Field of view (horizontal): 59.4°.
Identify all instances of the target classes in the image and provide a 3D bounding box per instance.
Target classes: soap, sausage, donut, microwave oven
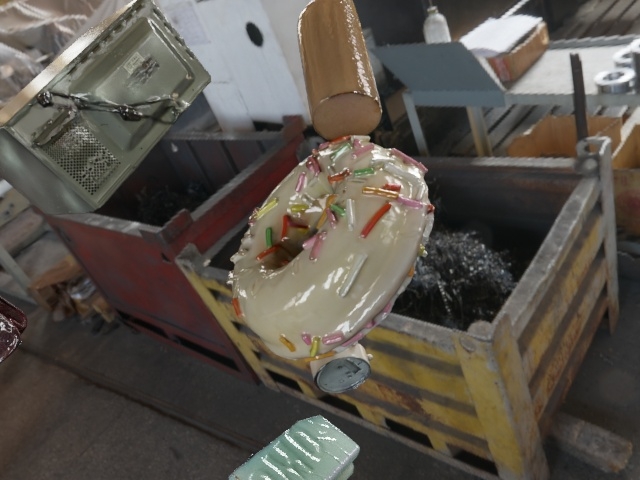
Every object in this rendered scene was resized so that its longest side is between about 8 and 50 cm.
[{"bbox_3d":[-0.052,0.430,1.029,0.145,0.091,0.230,29,36,26],"label":"soap"},{"bbox_3d":[0.027,-0.309,0.979,0.123,0.123,0.253,-16,63,14],"label":"sausage"},{"bbox_3d":[0.000,0.000,0.875,0.382,0.142,0.383,-37,34,30],"label":"donut"},{"bbox_3d":[-0.508,-0.296,1.263,0.374,0.236,0.432,1,51,47],"label":"microwave oven"}]

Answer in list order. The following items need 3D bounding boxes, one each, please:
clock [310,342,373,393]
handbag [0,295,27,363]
[{"bbox_3d":[0.054,0.331,1.453,0.155,0.229,0.063,-29,44,12],"label":"clock"},{"bbox_3d":[-0.616,0.143,0.894,0.203,0.216,0.074,-44,21,0],"label":"handbag"}]
